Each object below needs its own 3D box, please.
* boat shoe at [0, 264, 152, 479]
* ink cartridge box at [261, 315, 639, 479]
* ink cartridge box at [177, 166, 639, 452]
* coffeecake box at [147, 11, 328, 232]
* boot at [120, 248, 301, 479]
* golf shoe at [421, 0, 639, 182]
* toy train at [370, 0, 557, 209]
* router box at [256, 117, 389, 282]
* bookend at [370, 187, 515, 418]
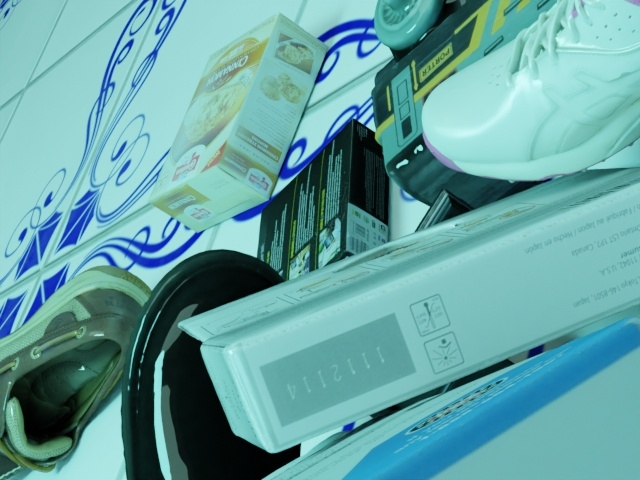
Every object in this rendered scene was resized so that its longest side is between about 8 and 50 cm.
[{"bbox_3d":[-0.294,0.167,1.788,0.342,0.123,0.123,-39,27,25],"label":"boat shoe"},{"bbox_3d":[0.000,0.195,0.789,0.285,0.166,0.395,-30,-3,-16],"label":"ink cartridge box"},{"bbox_3d":[0.075,0.030,1.042,0.296,0.066,0.261,-21,3,-10],"label":"ink cartridge box"},{"bbox_3d":[-0.082,-0.115,1.776,0.142,0.068,0.186,-22,42,54],"label":"coffeecake box"},{"bbox_3d":[-0.044,0.183,1.145,0.260,0.131,0.348,-173,88,-72],"label":"boot"},{"bbox_3d":[0.178,-0.127,1.058,0.306,0.140,0.115,-17,44,32],"label":"golf shoe"},{"bbox_3d":[0.163,-0.159,1.250,0.334,0.142,0.190,-39,41,35],"label":"toy train"},{"bbox_3d":[0.000,0.000,1.480,0.133,0.046,0.179,-44,25,32],"label":"router box"},{"bbox_3d":[0.094,0.062,1.166,0.156,0.072,0.157,-57,22,0],"label":"bookend"}]
